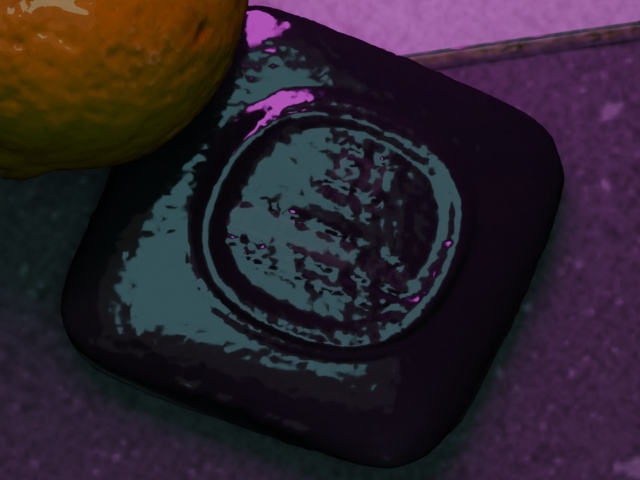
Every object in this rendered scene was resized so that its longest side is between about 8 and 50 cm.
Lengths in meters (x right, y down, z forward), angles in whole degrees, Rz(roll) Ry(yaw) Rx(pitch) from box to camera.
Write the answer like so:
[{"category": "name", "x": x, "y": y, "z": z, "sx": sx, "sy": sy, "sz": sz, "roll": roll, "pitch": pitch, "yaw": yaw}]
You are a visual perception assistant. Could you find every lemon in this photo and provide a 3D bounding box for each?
[{"category": "lemon", "x": -0.117, "y": -0.126, "z": 0.815, "sx": 0.178, "sy": 0.178, "sz": 0.203, "roll": 7, "pitch": 91, "yaw": -9}]

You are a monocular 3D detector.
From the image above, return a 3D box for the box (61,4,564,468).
[{"category": "box", "x": 0.000, "y": 0.000, "z": 0.904, "sx": 0.213, "sy": 0.042, "sz": 0.201, "roll": 23, "pitch": 85, "yaw": -9}]
